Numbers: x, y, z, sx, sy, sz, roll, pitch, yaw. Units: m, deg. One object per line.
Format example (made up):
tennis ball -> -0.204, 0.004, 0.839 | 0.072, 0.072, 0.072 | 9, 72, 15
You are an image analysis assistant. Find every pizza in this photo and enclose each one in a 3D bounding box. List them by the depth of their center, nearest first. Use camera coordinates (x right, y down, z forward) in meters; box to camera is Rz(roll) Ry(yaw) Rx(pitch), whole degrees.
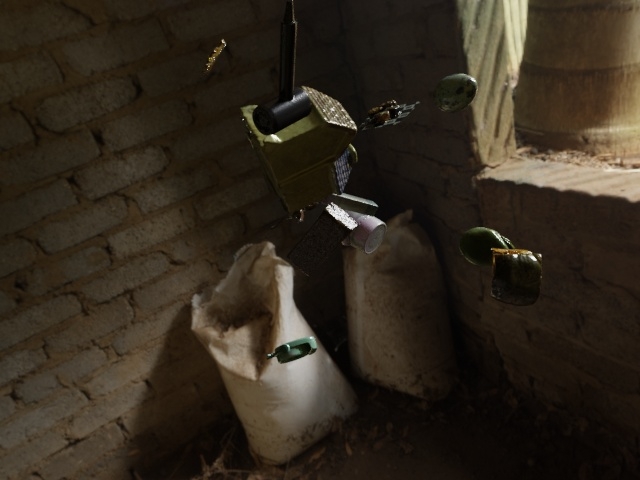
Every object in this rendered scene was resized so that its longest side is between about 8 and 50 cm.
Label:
pizza -> -0.472, -0.752, 1.767 | 0.185, 0.036, 0.176 | -36, 29, 42

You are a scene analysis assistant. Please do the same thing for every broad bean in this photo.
broad bean -> 0.711, 0.030, 1.785 | 0.228, 0.169, 0.100 | 6, 1, 24

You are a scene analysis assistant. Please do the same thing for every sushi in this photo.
sushi -> 0.231, -0.460, 1.481 | 0.193, 0.040, 0.210 | 1, 36, 37

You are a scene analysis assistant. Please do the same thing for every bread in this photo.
bread -> 0.000, 0.000, 1.954 | 0.416, 0.165, 0.113 | -48, 3, 45

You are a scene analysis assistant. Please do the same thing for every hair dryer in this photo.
hair dryer -> -0.079, -0.342, 0.839 | 0.070, 0.255, 0.128 | 31, 52, 22

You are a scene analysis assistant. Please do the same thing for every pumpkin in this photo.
pumpkin -> 0.625, 0.073, 1.350 | 0.139, 0.190, 0.280 | 2, 46, 18

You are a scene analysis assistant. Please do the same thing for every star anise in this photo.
star anise -> -0.120, -0.093, 1.818 | 0.219, 0.227, 0.148 | 0, 64, -1

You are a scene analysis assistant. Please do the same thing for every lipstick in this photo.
lipstick -> 0.137, -0.190, 2.080 | 0.317, 0.066, 0.068 | 12, 25, -30

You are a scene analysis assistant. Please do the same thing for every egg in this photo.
egg -> 0.491, -0.537, 1.514 | 0.132, 0.132, 0.172 | -33, 13, -28

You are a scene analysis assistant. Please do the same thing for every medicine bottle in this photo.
medicine bottle -> 0.198, -0.085, 2.459 | 0.325, 0.256, 0.256 | 34, 54, 31

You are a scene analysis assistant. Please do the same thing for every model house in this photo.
model house -> -0.045, -0.263, 1.167 | 0.266, 0.321, 0.261 | -25, 54, -4

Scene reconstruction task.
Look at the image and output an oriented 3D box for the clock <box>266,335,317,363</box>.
clock -> -0.122, 0.465, 1.741 | 0.211, 0.159, 0.066 | -15, 68, -12
